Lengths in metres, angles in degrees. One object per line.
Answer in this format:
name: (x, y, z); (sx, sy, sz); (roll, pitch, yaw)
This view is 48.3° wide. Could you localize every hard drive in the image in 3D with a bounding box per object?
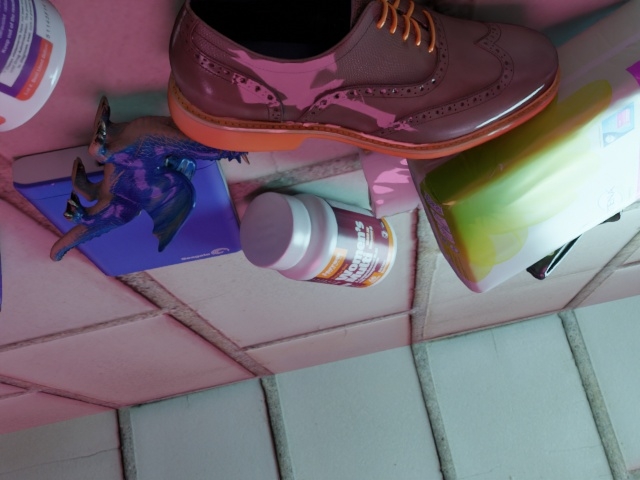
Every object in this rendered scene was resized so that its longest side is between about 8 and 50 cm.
hard drive: (-0.217, -0.035, 0.901); (0.210, 0.040, 0.319); (-11, 161, -3)

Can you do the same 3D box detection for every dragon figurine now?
dragon figurine: (-0.172, -0.050, 0.714); (0.144, 0.085, 0.289); (20, 120, -25)

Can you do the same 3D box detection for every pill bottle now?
pill bottle: (0.000, 0.000, 1.009); (0.121, 0.121, 0.221); (-26, 157, 35)
pill bottle: (-0.268, -0.148, 0.446); (0.108, 0.108, 0.193); (-20, 159, 23)

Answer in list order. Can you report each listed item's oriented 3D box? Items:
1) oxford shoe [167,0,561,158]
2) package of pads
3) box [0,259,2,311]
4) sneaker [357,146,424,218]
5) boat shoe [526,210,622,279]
oxford shoe: (0.056, -0.154, 0.606); (0.363, 0.130, 0.133); (-8, 153, -15)
package of pads: (0.250, -0.086, 0.773); (0.296, 0.101, 0.229); (-31, 145, 2)
box: (-0.565, 0.049, 0.908); (0.293, 0.057, 0.201); (-3, 160, -25)
sneaker: (0.148, -0.074, 0.931); (0.169, 0.108, 0.292); (-17, 151, 20)
boat shoe: (0.357, -0.054, 0.945); (0.302, 0.091, 0.114); (-37, 152, -15)
